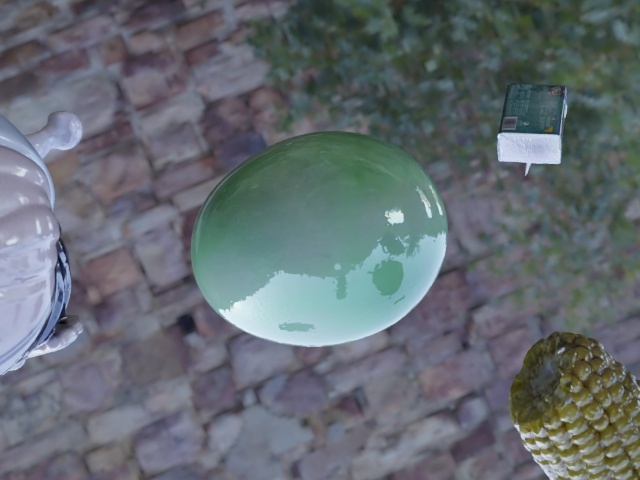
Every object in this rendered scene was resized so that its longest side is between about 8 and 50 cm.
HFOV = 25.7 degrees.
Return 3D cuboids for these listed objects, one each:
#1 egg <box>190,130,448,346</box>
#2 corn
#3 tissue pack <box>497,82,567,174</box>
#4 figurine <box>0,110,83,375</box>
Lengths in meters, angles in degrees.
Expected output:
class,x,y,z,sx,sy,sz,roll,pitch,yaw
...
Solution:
class,x,y,z,sx,sy,sz,roll,pitch,yaw
egg,0.000,0.000,1.447,0.270,0.220,0.220,-17,180,-19
corn,0.316,0.252,1.342,0.144,0.387,0.144,-40,-165,13
tissue pack,0.288,-0.150,1.901,0.085,0.079,0.111,3,-137,12
figurine,-0.351,-0.005,0.965,0.361,0.211,0.253,2,169,-2
